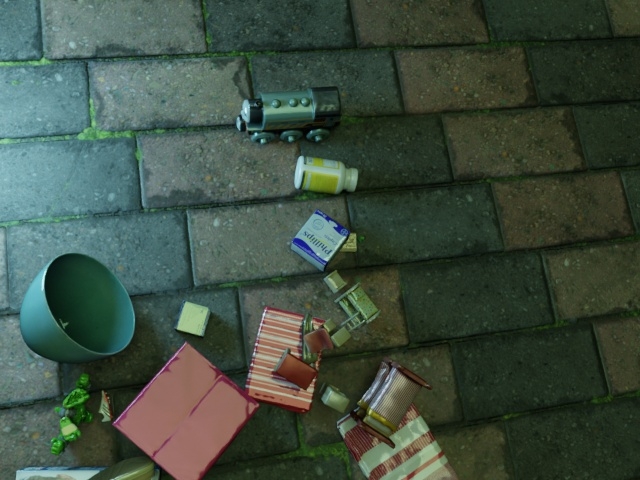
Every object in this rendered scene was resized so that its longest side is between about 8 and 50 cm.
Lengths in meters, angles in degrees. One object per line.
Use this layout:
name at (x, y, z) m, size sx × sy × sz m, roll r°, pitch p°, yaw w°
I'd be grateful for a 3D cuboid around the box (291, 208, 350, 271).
box at (0.000, 0.000, 1.904) m, size 0.126 × 0.072 × 0.137 m, roll 35°, pitch 73°, yaw 6°

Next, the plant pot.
plant pot at (-0.661, 0.204, 1.649) m, size 0.195 × 0.290 × 0.290 m, roll -31°, pitch 82°, yaw 20°

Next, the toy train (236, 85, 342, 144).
toy train at (-0.088, -0.388, 1.930) m, size 0.333 × 0.190 × 0.142 m, roll -5°, pitch 76°, yaw -12°

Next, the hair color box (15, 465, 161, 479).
hair color box at (-0.589, 0.669, 1.609) m, size 0.346 × 0.105 × 0.174 m, roll 3°, pitch 75°, yaw -10°

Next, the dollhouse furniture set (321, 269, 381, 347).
dollhouse furniture set at (0.055, 0.190, 1.838) m, size 0.161 × 0.101 × 0.182 m, roll -35°, pitch 85°, yaw -31°

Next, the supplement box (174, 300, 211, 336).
supplement box at (-0.361, 0.225, 1.791) m, size 0.083 × 0.056 × 0.083 m, roll 16°, pitch 73°, yaw -6°

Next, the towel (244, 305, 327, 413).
towel at (-0.098, 0.344, 1.827) m, size 0.198 × 0.031 × 0.275 m, roll 14°, pitch 72°, yaw -5°

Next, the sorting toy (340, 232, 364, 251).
sorting toy at (0.096, 0.006, 1.959) m, size 0.083 × 0.012 × 0.062 m, roll 1°, pitch 72°, yaw -8°

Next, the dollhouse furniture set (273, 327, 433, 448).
dollhouse furniture set at (0.083, 0.374, 1.721) m, size 0.374 × 0.152 × 0.201 m, roll 33°, pitch 84°, yaw -8°

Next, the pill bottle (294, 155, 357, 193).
pill bottle at (0.017, -0.198, 1.948) m, size 0.184 × 0.103 × 0.103 m, roll 8°, pitch 75°, yaw -9°

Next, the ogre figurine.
ogre figurine at (-0.644, 0.449, 1.647) m, size 0.096 × 0.118 × 0.197 m, roll 0°, pitch 77°, yaw -15°

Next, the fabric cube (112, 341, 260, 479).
fabric cube at (-0.341, 0.452, 1.636) m, size 0.259 × 0.254 × 0.258 m, roll 40°, pitch 70°, yaw 2°

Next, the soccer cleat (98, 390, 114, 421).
soccer cleat at (-0.584, 0.448, 1.706) m, size 0.035 × 0.029 × 0.083 m, roll -15°, pitch 84°, yaw -19°

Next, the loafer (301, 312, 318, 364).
loafer at (-0.028, 0.283, 1.814) m, size 0.050 × 0.056 × 0.148 m, roll 3°, pitch 83°, yaw -9°

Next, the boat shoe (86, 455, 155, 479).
boat shoe at (-0.540, 0.636, 1.514) m, size 0.341 × 0.121 × 0.110 m, roll -28°, pitch 94°, yaw -4°

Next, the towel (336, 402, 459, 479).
towel at (0.223, 0.609, 1.819) m, size 0.237 × 0.037 × 0.329 m, roll -29°, pitch 83°, yaw -17°
